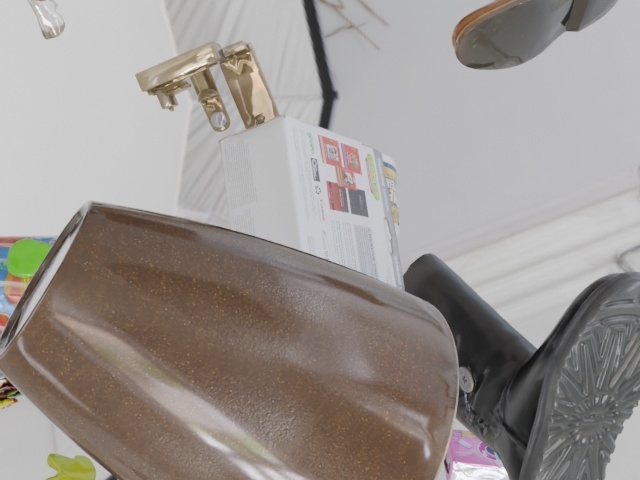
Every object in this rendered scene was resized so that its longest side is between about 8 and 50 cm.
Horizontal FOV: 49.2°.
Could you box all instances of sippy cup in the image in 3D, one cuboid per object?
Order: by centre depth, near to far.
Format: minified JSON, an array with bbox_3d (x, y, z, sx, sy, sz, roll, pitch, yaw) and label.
[{"bbox_3d":[-0.466,0.089,1.163,0.224,0.305,0.240,8,-150,-15],"label":"sippy cup"}]

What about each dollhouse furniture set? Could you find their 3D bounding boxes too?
[{"bbox_3d":[-0.153,-0.202,0.998,0.144,0.123,0.151,-21,-171,8],"label":"dollhouse furniture set"}]

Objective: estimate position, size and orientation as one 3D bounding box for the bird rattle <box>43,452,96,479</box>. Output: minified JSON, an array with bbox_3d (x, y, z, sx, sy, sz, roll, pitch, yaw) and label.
[{"bbox_3d":[-0.289,0.412,0.967,0.254,0.143,0.207,21,-154,-7],"label":"bird rattle"}]

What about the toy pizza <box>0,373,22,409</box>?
[{"bbox_3d":[-0.304,0.149,0.712,0.201,0.032,0.201,-21,174,-2],"label":"toy pizza"}]

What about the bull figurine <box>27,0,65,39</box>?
[{"bbox_3d":[-0.292,-0.125,0.468,0.101,0.188,0.310,1,-119,21],"label":"bull figurine"}]

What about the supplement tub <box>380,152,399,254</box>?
[{"bbox_3d":[0.084,-0.063,1.395,0.144,0.144,0.199,-9,-109,26],"label":"supplement tub"}]

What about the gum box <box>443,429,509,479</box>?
[{"bbox_3d":[0.326,0.428,1.348,0.188,0.062,0.107,7,-161,1],"label":"gum box"}]

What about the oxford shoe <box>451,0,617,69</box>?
[{"bbox_3d":[0.194,-0.223,0.665,0.212,0.076,0.076,-28,-118,-26],"label":"oxford shoe"}]

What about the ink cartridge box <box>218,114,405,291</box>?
[{"bbox_3d":[0.000,0.000,1.055,0.130,0.309,0.272,-15,167,34],"label":"ink cartridge box"}]

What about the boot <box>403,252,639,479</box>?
[{"bbox_3d":[0.271,0.132,1.055,0.146,0.367,0.445,9,-160,-21],"label":"boot"}]

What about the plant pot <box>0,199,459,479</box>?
[{"bbox_3d":[-0.072,0.079,0.446,0.215,0.230,0.215,-45,-155,29],"label":"plant pot"}]
